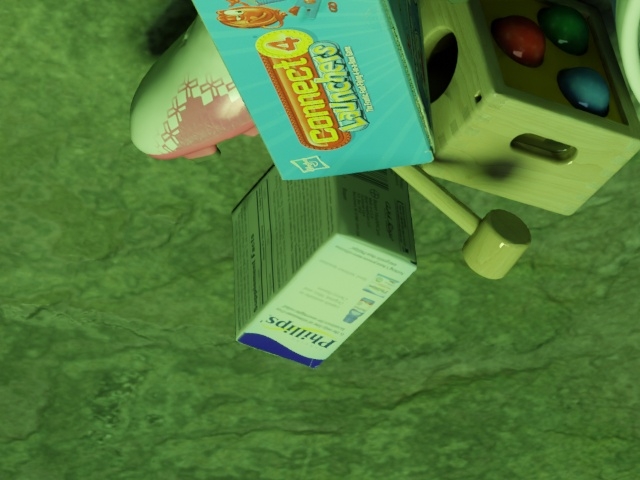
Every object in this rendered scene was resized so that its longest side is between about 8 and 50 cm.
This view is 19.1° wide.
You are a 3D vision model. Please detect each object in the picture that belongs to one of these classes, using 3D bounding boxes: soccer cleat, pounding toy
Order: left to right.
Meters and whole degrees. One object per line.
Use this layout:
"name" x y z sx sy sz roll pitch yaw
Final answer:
"soccer cleat" -0.014 -0.178 1.212 0.331 0.116 0.143 -31 122 20
"pounding toy" 0.115 -0.080 1.224 0.181 0.206 0.094 15 135 -30

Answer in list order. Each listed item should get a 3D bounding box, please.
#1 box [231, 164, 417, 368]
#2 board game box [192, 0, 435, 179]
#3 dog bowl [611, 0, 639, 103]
"box" 0.000 0.000 1.384 0.072 0.126 0.137 22 133 -26
"board game box" -0.019 -0.232 0.940 0.086 0.308 0.302 -8 155 9
"dog bowl" 0.319 -0.173 1.225 0.265 0.104 0.265 -1 137 -1
